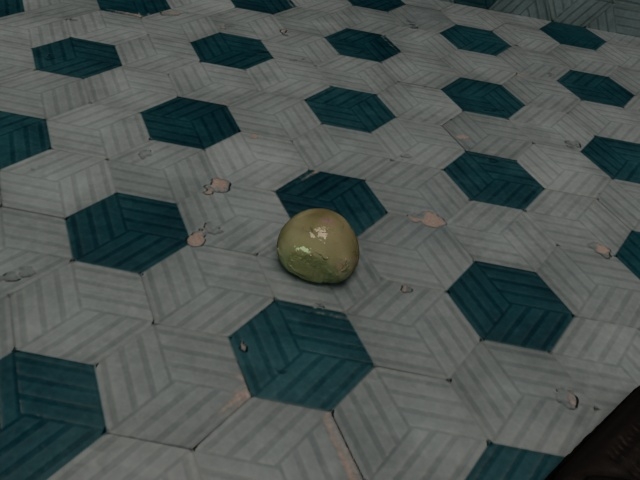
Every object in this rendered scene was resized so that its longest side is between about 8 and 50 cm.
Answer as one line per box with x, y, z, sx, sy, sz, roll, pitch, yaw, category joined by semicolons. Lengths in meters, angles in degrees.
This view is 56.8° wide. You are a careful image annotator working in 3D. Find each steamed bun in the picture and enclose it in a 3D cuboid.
0.000;0.000;0.913;0.130;0.091;0.112;19;42;10;steamed bun

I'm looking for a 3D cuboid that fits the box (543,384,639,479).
0.439;0.317;0.671;0.289;0.073;0.290;-25;54;-31;box
